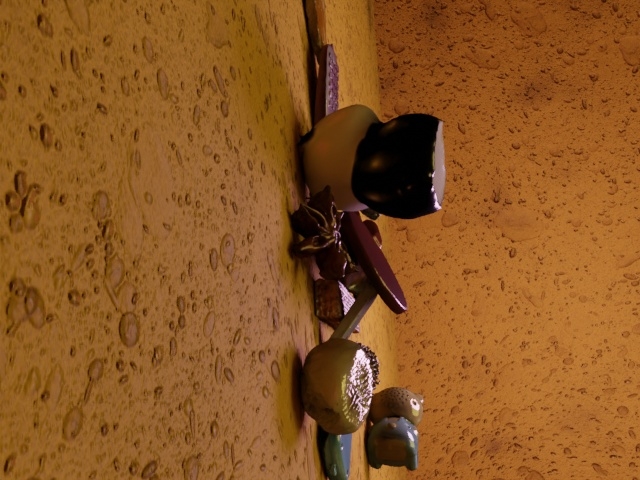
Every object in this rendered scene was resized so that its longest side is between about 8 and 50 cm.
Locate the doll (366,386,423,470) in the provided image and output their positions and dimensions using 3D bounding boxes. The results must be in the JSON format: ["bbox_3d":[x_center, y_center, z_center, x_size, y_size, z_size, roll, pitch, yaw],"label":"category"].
[{"bbox_3d":[0.234,0.581,2.495,0.261,0.176,0.162,-73,157,-54],"label":"doll"}]

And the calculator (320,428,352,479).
[{"bbox_3d":[0.039,0.407,1.776,0.293,0.051,0.173,-83,166,-53],"label":"calculator"}]

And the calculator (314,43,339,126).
[{"bbox_3d":[0.018,-0.354,1.997,0.194,0.043,0.294,15,77,-79],"label":"calculator"}]

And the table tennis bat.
[{"bbox_3d":[0.125,0.029,1.859,0.268,0.051,0.415,57,10,-14],"label":"table tennis bat"}]

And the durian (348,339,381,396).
[{"bbox_3d":[0.090,0.295,1.913,0.188,0.091,0.148,50,-24,28],"label":"durian"}]

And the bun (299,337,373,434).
[{"bbox_3d":[0.021,0.287,1.531,0.193,0.127,0.179,-43,128,-64],"label":"bun"}]

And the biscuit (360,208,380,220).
[{"bbox_3d":[0.082,-0.167,1.900,0.250,0.147,0.046,37,32,-10],"label":"biscuit"}]

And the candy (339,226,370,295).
[{"bbox_3d":[0.058,0.037,1.922,0.143,0.101,0.271,56,-2,28],"label":"candy"}]

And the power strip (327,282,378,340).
[{"bbox_3d":[0.066,0.191,1.813,0.227,0.029,0.080,-54,165,-13],"label":"power strip"}]

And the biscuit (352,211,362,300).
[{"bbox_3d":[0.103,0.035,2.191,0.257,0.049,0.273,89,-7,-57],"label":"biscuit"}]

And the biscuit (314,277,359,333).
[{"bbox_3d":[0.046,0.164,1.929,0.379,0.054,0.094,53,33,-73],"label":"biscuit"}]

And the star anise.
[{"bbox_3d":[0.003,0.002,1.603,0.196,0.111,0.213,-89,162,-62],"label":"star anise"}]

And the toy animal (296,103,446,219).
[{"bbox_3d":[0.110,-0.169,1.714,0.251,0.309,0.251,1,90,-73],"label":"toy animal"}]

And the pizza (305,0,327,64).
[{"bbox_3d":[-0.010,-0.558,2.017,0.181,0.034,0.262,-67,152,-70],"label":"pizza"}]
